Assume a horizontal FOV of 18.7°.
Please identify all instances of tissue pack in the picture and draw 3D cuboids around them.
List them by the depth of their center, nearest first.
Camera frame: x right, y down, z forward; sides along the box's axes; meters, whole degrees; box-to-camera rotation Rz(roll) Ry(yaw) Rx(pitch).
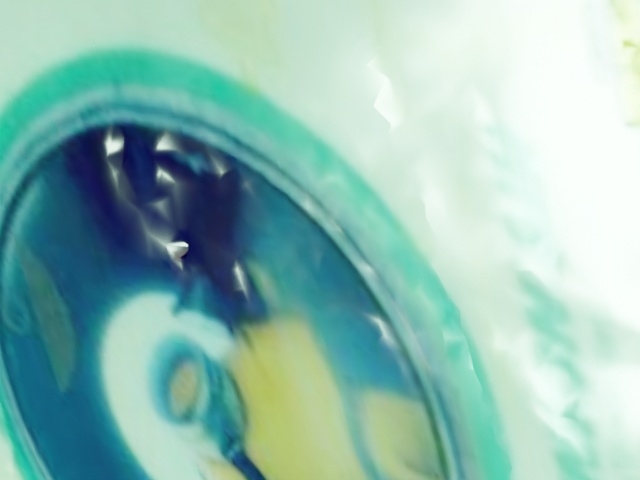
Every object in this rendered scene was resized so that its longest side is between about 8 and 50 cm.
[{"bbox_3d":[0.000,0.000,0.566,0.388,0.162,0.287,2,111,44],"label":"tissue pack"}]
